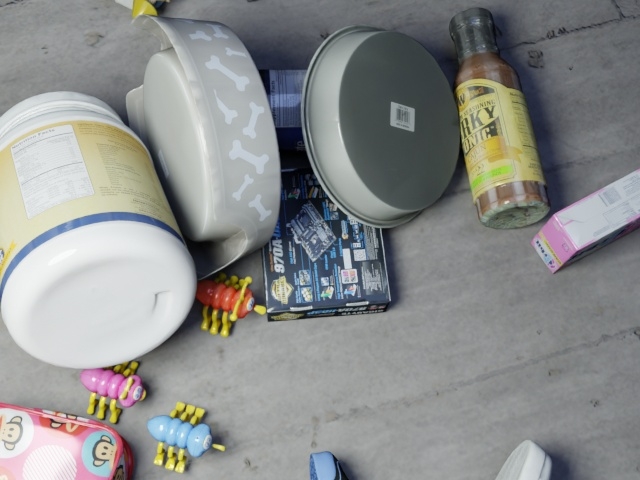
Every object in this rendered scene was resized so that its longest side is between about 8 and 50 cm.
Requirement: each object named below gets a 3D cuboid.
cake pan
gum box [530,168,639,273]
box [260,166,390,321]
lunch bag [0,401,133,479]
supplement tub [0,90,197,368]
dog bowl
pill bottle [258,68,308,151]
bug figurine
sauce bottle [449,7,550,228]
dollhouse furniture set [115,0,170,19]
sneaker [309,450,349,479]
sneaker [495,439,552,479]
[{"bbox_3d":[0.098,-0.165,1.196,0.293,0.054,0.293,5,83,-42],"label":"cake pan"},{"bbox_3d":[0.414,-0.033,1.233,0.188,0.107,0.062,-26,73,-13],"label":"gum box"},{"bbox_3d":[0.000,0.000,1.220,0.175,0.051,0.220,-5,70,-6],"label":"box"},{"bbox_3d":[-0.384,0.348,1.024,0.258,0.120,0.293,12,69,1],"label":"lunch bag"},{"bbox_3d":[-0.304,-0.022,1.074,0.228,0.228,0.316,-20,49,-11],"label":"supplement tub"},{"bbox_3d":[-0.159,-0.127,1.115,0.102,0.349,0.349,-14,70,-23],"label":"dog bowl"},{"bbox_3d":[-0.047,-0.192,1.253,0.219,0.123,0.123,-2,69,-4],"label":"pill bottle"},{"bbox_3d":[-0.201,0.153,1.126,0.216,0.072,0.279,12,69,8],"label":"bug figurine"},{"bbox_3d":[0.259,-0.190,1.283,0.111,0.111,0.345,-6,68,-6],"label":"sauce bottle"},{"bbox_3d":[-0.403,-0.441,1.234,0.303,0.286,0.198,27,69,18],"label":"dollhouse furniture set"},{"bbox_3d":[0.054,0.374,1.072,0.090,0.081,0.232,-15,77,-14],"label":"sneaker"},{"bbox_3d":[0.276,0.415,1.060,0.169,0.108,0.293,22,79,3],"label":"sneaker"}]
